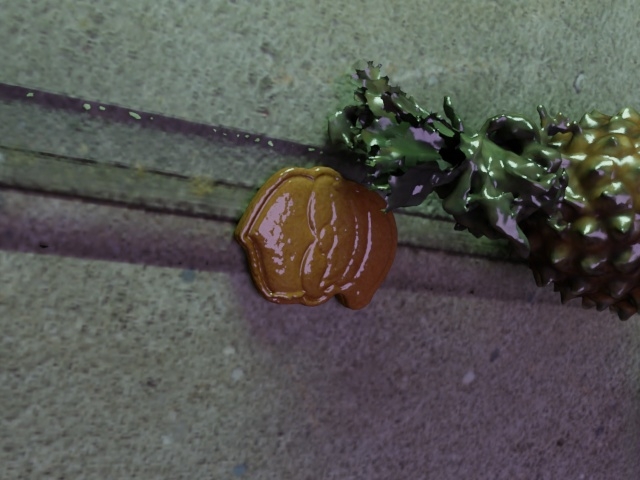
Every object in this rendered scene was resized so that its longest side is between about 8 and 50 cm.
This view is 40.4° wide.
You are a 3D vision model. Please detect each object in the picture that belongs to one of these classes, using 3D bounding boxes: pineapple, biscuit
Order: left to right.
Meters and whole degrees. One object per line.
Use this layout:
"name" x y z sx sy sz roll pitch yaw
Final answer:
"biscuit" 0.000 0.000 0.617 0.130 0.019 0.102 15 93 -32
"pineapple" 0.175 -0.036 0.648 0.361 0.175 0.175 14 94 -20
